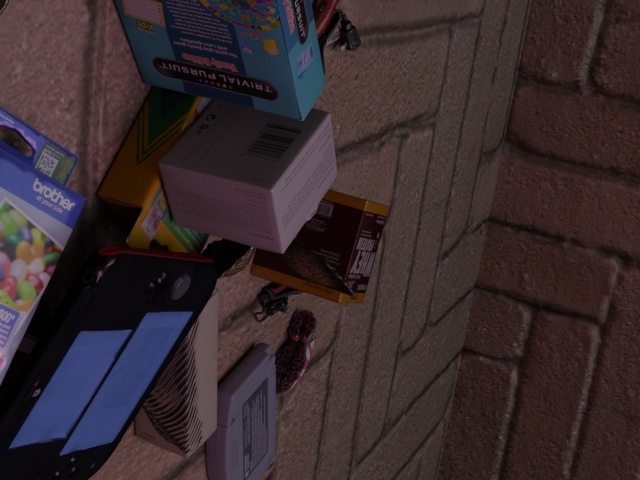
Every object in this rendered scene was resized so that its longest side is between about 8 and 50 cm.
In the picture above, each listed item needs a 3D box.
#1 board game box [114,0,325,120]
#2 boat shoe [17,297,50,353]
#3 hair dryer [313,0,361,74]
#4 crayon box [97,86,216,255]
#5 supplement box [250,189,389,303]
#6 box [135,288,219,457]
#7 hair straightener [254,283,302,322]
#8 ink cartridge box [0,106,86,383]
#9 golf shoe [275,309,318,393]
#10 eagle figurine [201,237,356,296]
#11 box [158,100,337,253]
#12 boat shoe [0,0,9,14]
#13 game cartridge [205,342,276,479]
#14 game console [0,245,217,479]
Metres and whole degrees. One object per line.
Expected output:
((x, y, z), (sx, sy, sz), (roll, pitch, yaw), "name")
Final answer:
((-0.142, -0.319, 1.261), (0.079, 0.253, 0.336), (-60, 155, -31), "board game box")
((-0.371, 0.092, 1.243), (0.228, 0.080, 0.076), (39, 70, -59), "boat shoe")
((0.027, -0.426, 1.831), (0.224, 0.080, 0.294), (-52, 149, -43), "hair dryer")
((-0.206, -0.104, 1.485), (0.323, 0.083, 0.203), (-67, 157, -19), "crayon box")
((0.000, 0.000, 1.909), (0.129, 0.191, 0.194), (9, 98, -68), "supplement box")
((-0.229, 0.197, 1.605), (0.094, 0.113, 0.275), (-41, 140, -52), "box")
((-0.065, 0.115, 2.026), (0.230, 0.047, 0.089), (-34, 135, -58), "hair straightener")
((-0.377, 0.005, 1.100), (0.185, 0.065, 0.311), (36, 67, -44), "ink cartridge box")
((-0.048, 0.243, 2.131), (0.086, 0.067, 0.186), (67, 43, -60), "golf shoe")
((-0.086, -0.009, 1.610), (0.225, 0.226, 0.298), (47, 24, -45), "eagle figurine")
((-0.095, -0.098, 1.402), (0.181, 0.181, 0.119), (-56, 150, -39), "box")
((-0.379, -0.213, 1.002), (0.223, 0.073, 0.080), (-44, 144, -51), "boat shoe")
((-0.153, 0.370, 1.986), (0.198, 0.062, 0.297), (-41, 141, -47), "game cartridge")
((-0.294, 0.179, 1.323), (0.387, 0.060, 0.342), (-58, 168, 6), "game console")
